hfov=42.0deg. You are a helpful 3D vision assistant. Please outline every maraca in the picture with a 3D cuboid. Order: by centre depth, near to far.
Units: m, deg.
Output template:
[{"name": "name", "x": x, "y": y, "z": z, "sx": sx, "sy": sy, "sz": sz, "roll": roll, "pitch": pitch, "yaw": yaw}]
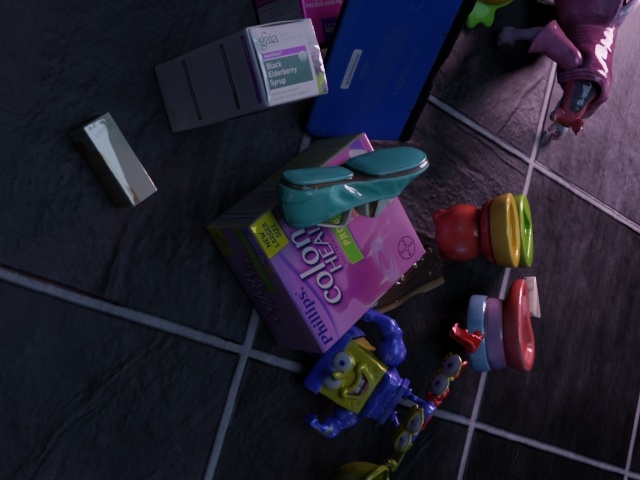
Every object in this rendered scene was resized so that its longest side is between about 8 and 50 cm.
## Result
[{"name": "maraca", "x": 0.297, "y": -0.457, "z": 1.441, "sx": 0.127, "sy": 0.099, "sz": 0.185, "roll": 35, "pitch": 94, "yaw": -21}]

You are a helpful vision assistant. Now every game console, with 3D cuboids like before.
[{"name": "game console", "x": 0.114, "y": -0.302, "z": 1.219, "sx": 0.250, "sy": 0.293, "sz": 0.173, "roll": 1, "pitch": 53, "yaw": -18}]

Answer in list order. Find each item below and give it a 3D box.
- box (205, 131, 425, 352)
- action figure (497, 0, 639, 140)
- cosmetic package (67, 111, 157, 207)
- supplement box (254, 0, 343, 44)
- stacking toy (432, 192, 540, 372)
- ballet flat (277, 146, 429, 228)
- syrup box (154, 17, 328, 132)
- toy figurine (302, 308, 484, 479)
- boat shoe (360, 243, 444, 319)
[{"name": "box", "x": 0.000, "y": 0.000, "z": 1.197, "sx": 0.243, "sy": 0.117, "sz": 0.213, "roll": -41, "pitch": 113, "yaw": -29}, {"name": "action figure", "x": 0.487, "y": -0.340, "z": 1.488, "sx": 0.248, "sy": 0.276, "sz": 0.370, "roll": 37, "pitch": 55, "yaw": -38}, {"name": "cosmetic package", "x": -0.259, "y": -0.098, "z": 1.038, "sx": 0.041, "sy": 0.060, "sz": 0.115, "roll": -40, "pitch": 111, "yaw": -29}, {"name": "supplement box", "x": -0.028, "y": -0.382, "z": 1.182, "sx": 0.111, "sy": 0.114, "sz": 0.220, "roll": -19, "pitch": 103, "yaw": -37}, {"name": "stacking toy", "x": 0.291, "y": 0.062, "z": 1.444, "sx": 0.279, "sy": 0.130, "sz": 0.309, "roll": -33, "pitch": 117, "yaw": -66}, {"name": "ballet flat", "x": 0.042, "y": -0.066, "z": 1.119, "sx": 0.247, "sy": 0.083, "sz": 0.087, "roll": -16, "pitch": 123, "yaw": -36}, {"name": "syrup box", "x": -0.105, "y": -0.202, "z": 1.043, "sx": 0.093, "sy": 0.237, "sz": 0.096, "roll": -21, "pitch": 102, "yaw": -36}, {"name": "toy figurine", "x": 0.058, "y": 0.225, "z": 1.244, "sx": 0.362, "sy": 0.217, "sz": 0.191, "roll": -59, "pitch": 165, "yaw": 14}, {"name": "boat shoe", "x": 0.113, "y": 0.065, "z": 1.314, "sx": 0.207, "sy": 0.073, "sz": 0.073, "roll": -24, "pitch": 100, "yaw": -42}]
